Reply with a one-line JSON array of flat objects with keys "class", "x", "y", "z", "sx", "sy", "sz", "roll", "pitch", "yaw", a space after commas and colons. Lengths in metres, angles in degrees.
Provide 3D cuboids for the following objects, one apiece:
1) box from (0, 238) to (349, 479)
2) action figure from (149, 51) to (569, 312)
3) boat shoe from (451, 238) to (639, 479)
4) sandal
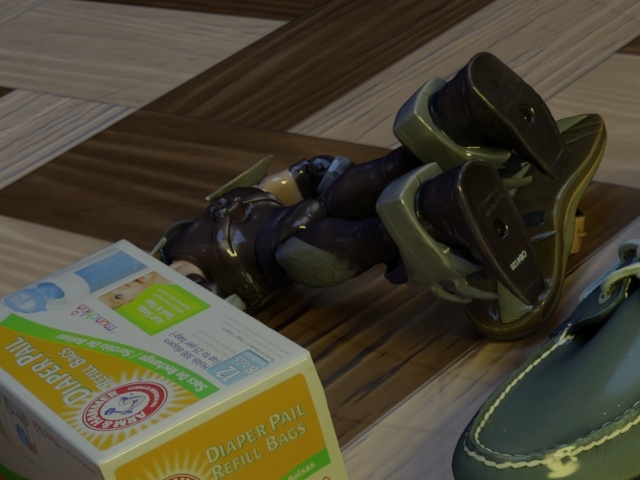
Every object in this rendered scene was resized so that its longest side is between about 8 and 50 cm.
[{"class": "box", "x": -0.085, "y": 0.090, "z": 0.916, "sx": 0.114, "sy": 0.103, "sz": 0.203, "roll": -27, "pitch": 27, "yaw": -23}, {"class": "action figure", "x": 0.000, "y": 0.000, "z": 1.047, "sx": 0.285, "sy": 0.099, "sz": 0.185, "roll": -18, "pitch": 31, "yaw": 45}, {"class": "boat shoe", "x": 0.165, "y": 0.023, "z": 0.909, "sx": 0.116, "sy": 0.099, "sz": 0.319, "roll": 12, "pitch": 37, "yaw": 45}, {"class": "sandal", "x": 0.121, "y": -0.004, "z": 1.064, "sx": 0.072, "sy": 0.049, "sz": 0.180, "roll": -10, "pitch": 40, "yaw": 27}]
